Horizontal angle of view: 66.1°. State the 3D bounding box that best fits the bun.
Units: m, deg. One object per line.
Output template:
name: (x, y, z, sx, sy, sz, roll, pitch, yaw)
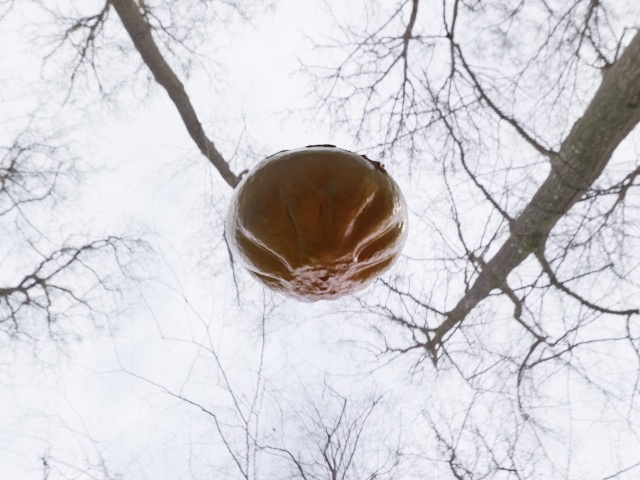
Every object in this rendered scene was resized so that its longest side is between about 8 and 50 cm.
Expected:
bun: (0.000, 0.000, 0.773, 0.298, 0.299, 0.165, -8, -130, -1)
